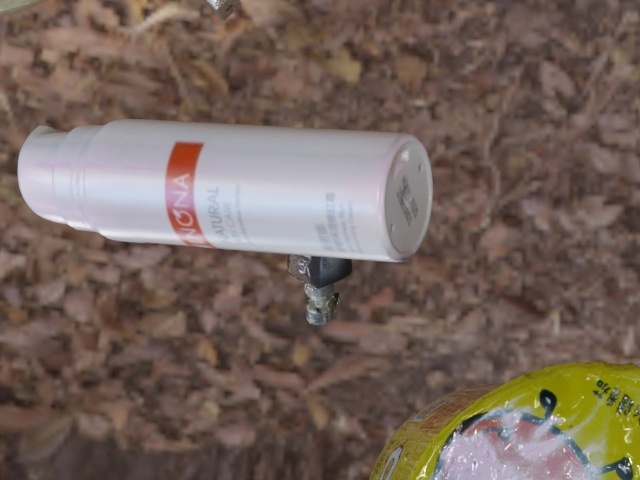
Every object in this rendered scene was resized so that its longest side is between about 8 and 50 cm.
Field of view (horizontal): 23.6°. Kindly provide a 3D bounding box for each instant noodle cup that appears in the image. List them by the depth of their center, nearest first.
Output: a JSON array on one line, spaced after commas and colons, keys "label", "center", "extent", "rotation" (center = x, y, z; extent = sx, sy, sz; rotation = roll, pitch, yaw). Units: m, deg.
[{"label": "instant noodle cup", "center": [0.180, 0.254, 1.273], "extent": [0.325, 0.326, 0.254], "rotation": [11, 178, -10]}]

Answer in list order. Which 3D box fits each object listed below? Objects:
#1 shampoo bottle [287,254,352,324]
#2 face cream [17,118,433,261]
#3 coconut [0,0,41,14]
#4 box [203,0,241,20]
[{"label": "shampoo bottle", "center": [0.000, 0.001, 1.640], "extent": [0.063, 0.057, 0.208], "rotation": [-25, 134, -29]}, {"label": "face cream", "center": [-0.087, -0.043, 1.200], "extent": [0.345, 0.102, 0.102], "rotation": [3, 153, 27]}, {"label": "coconut", "center": [-0.266, -0.318, 1.182], "extent": [0.322, 0.323, 0.323], "rotation": [4, 152, 2]}, {"label": "box", "center": [-0.102, -0.217, 1.239], "extent": [0.083, 0.024, 0.053], "rotation": [47, -179, 2]}]
